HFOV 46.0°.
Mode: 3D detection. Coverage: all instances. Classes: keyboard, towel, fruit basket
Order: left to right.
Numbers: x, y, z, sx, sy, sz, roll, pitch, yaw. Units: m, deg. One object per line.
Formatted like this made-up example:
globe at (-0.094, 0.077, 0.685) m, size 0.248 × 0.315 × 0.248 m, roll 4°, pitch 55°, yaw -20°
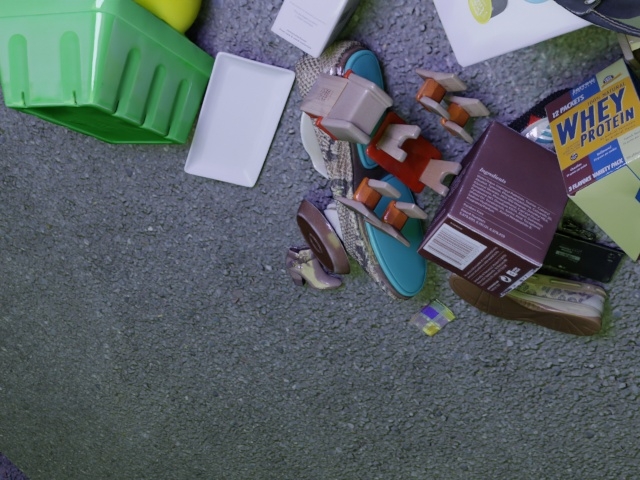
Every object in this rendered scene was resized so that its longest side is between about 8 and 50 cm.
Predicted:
fruit basket at (-0.333, -0.366, 1.263) m, size 0.283 × 0.392 × 0.392 m, roll 2°, pitch 122°, yaw 19°
towel at (0.232, 0.161, 1.552) m, size 0.060 × 0.009 × 0.083 m, roll 41°, pitch 126°, yaw -7°
keyboard at (0.454, 0.010, 1.364) m, size 0.180 × 0.023 × 0.108 m, roll 17°, pitch 132°, yaw 9°

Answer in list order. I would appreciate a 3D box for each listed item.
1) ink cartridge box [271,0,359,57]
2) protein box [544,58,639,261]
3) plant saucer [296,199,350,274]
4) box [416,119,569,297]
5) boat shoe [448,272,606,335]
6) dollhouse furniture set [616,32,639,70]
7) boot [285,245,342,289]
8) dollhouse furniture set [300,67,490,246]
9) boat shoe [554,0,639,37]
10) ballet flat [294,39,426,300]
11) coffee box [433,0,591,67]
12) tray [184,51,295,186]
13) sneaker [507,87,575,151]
ink cartridge box at (0.028, -0.416, 1.164) m, size 0.092 × 0.160 × 0.219 m, roll 31°, pitch 126°, yaw -1°
protein box at (0.463, -0.119, 1.131) m, size 0.136 × 0.201 × 0.200 m, roll -32°, pitch 128°, yaw 33°
plant saucer at (0.000, 0.000, 1.454) m, size 0.168 × 0.029 × 0.168 m, roll 53°, pitch 166°, yaw 19°
box at (0.291, -0.048, 1.243) m, size 0.167 × 0.203 × 0.168 m, roll 29°, pitch 157°, yaw 2°
boat shoe at (0.386, 0.097, 1.417) m, size 0.285 × 0.089 × 0.104 m, roll 18°, pitch 152°, yaw 12°
dollhouse furniture set at (0.550, -0.211, 1.068) m, size 0.161 × 0.212 × 0.242 m, roll -22°, pitch 81°, yaw 29°
boot at (-0.015, 0.054, 1.560) m, size 0.118 × 0.042 × 0.087 m, roll 1°, pitch 114°, yaw 12°
dollhouse furniture set at (0.106, -0.165, 1.214) m, size 0.259 × 0.262 × 0.135 m, roll 33°, pitch 177°, yaw -39°
boat shoe at (0.276, -0.274, 0.795) m, size 0.233 × 0.079 × 0.084 m, roll 28°, pitch 127°, yaw -2°
ballet flat at (0.063, -0.120, 1.367) m, size 0.182 × 0.164 × 0.483 m, roll 4°, pitch 119°, yaw 44°
coffee box at (0.290, -0.466, 0.920) m, size 0.334 × 0.338 × 0.338 m, roll -14°, pitch 116°, yaw 29°
tray at (-0.156, -0.225, 1.415) m, size 0.145 × 0.030 × 0.270 m, roll 11°, pitch 129°, yaw -18°
sneaker at (0.380, -0.187, 1.252) m, size 0.161 × 0.057 × 0.075 m, roll -33°, pitch 122°, yaw 32°
